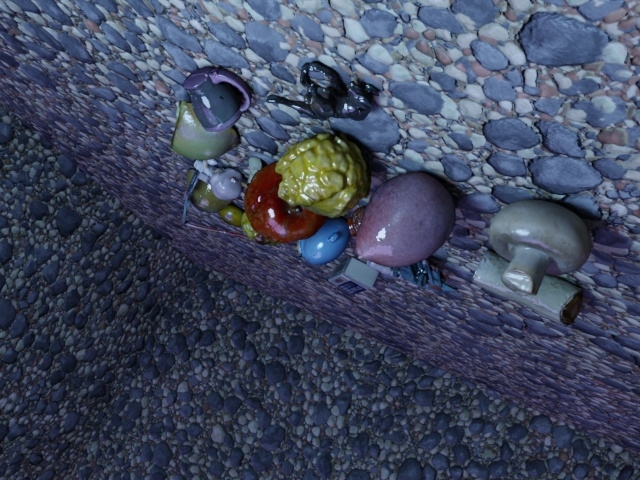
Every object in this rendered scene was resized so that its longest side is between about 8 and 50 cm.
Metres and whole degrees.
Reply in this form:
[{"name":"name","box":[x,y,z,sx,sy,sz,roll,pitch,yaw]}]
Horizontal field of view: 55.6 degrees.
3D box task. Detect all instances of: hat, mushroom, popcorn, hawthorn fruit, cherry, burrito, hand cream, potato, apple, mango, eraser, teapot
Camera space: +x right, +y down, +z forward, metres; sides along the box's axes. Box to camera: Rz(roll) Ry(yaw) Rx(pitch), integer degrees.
[{"name":"hat","box":[-0.185,-0.198,1.871,0.166,0.081,0.122,90,157,-57]},{"name":"mushroom","box":[0.440,0.021,1.243,0.204,0.204,0.204,26,165,8]},{"name":"popcorn","box":[-0.154,-0.077,2.016,0.189,0.218,0.169,101,152,-58]},{"name":"hawthorn fruit","box":[-0.082,-0.096,1.651,0.242,0.241,0.272,34,180,-21]},{"name":"cherry","box":[0.199,-0.034,1.413,0.206,0.239,0.239,24,166,-15]},{"name":"burrito","box":[0.550,0.128,1.588,0.299,0.105,0.143,23,174,11]},{"name":"hand cream","box":[0.311,0.114,2.062,0.312,0.070,0.111,23,165,-13]},{"name":"potato","box":[-0.429,-0.170,2.274,0.202,0.117,0.182,36,166,-30]},{"name":"apple","box":[-0.332,-0.288,1.724,0.193,0.119,0.265,20,170,-14]},{"name":"mango","box":[-0.347,-0.095,2.454,0.103,0.076,0.161,14,169,23]},{"name":"popcorn","box":[0.005,-0.154,1.459,0.250,0.189,0.250,14,164,4]},{"name":"eraser","box":[0.128,0.143,2.396,0.124,0.081,0.279,30,165,-6]},{"name":"teapot","box":[-0.248,-0.335,1.426,0.148,0.116,0.146,19,153,43]}]

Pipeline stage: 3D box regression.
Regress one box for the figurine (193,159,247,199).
[{"name":"figurine","box":[-0.332,-0.202,2.021,0.229,0.112,0.137,33,173,21]}]

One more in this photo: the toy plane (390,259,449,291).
[{"name":"toy plane","box":[0.268,0.057,1.832,0.223,0.104,0.326,18,162,35]}]

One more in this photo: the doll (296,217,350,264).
[{"name":"doll","box":[0.000,0.000,1.979,0.141,0.177,0.314,45,164,-10]}]

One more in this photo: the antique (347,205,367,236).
[{"name":"antique","box":[0.133,-0.051,1.724,0.104,0.104,0.104,26,165,8]}]

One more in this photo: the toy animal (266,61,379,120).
[{"name":"toy animal","box":[0.004,-0.280,1.222,0.148,0.084,0.233,37,159,-34]}]

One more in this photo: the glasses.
[{"name":"glasses","box":[-0.362,-0.128,2.187,0.269,0.234,0.118,16,-152,-13]}]
